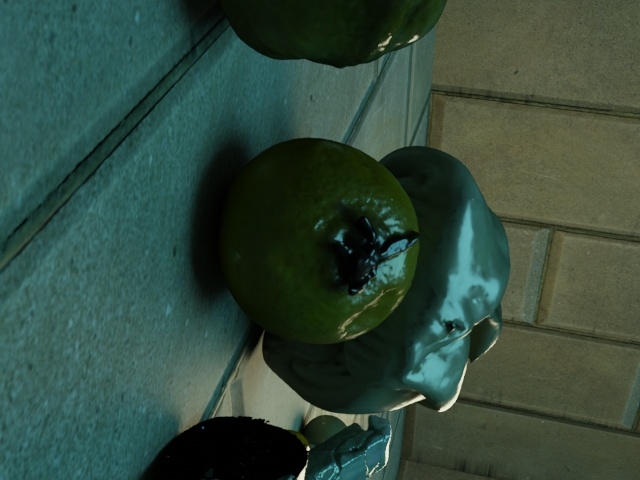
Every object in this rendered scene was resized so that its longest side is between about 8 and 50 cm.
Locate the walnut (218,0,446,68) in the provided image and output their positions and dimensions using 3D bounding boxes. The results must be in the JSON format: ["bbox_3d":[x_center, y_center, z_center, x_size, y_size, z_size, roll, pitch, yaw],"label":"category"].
[{"bbox_3d":[0.009,-0.294,0.767,0.227,0.283,0.283,-17,125,-30],"label":"walnut"}]

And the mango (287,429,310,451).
[{"bbox_3d":[-0.066,0.346,1.245,0.161,0.076,0.103,-59,160,-51],"label":"mango"}]

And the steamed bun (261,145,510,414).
[{"bbox_3d":[0.110,0.072,1.172,0.255,0.342,0.367,25,86,-36],"label":"steamed bun"}]

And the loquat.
[{"bbox_3d":[0.000,0.000,0.934,0.244,0.244,0.244,9,90,-78],"label":"loquat"}]

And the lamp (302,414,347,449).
[{"bbox_3d":[-0.012,0.375,1.527,0.163,0.091,0.091,-27,127,-54],"label":"lamp"}]

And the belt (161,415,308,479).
[{"bbox_3d":[-0.089,0.256,0.894,0.198,0.151,0.078,-32,131,-71],"label":"belt"}]

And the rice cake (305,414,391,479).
[{"bbox_3d":[-0.033,0.314,1.054,0.336,0.063,0.066,-26,130,-38],"label":"rice cake"}]
